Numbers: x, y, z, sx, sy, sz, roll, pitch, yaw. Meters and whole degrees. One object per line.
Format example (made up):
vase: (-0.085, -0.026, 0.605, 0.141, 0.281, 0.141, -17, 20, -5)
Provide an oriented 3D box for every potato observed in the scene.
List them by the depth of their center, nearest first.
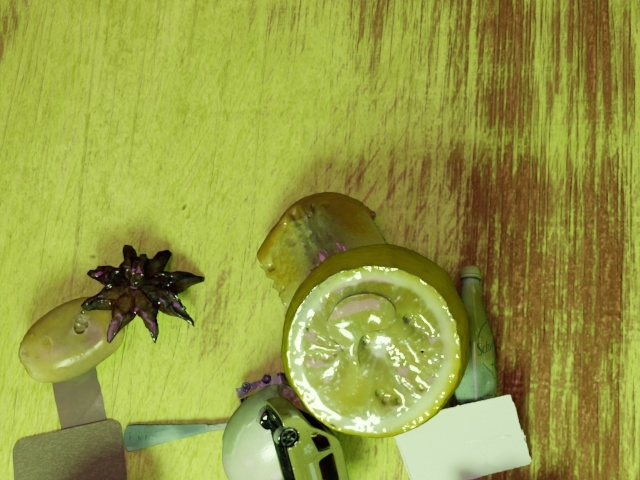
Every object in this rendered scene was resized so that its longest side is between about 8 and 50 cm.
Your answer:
potato: (-0.529, 0.209, 1.991, 0.233, 0.146, 0.150, -26, 99, -10)

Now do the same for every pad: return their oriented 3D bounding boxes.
pad: (0.259, 0.374, 1.719, 0.232, 0.004, 0.156, -17, 106, 12)
pad: (-0.534, 0.488, 1.981, 0.266, 0.002, 0.176, -14, 72, 13)
pad: (-0.523, 0.345, 2.020, 0.113, 0.006, 0.188, -21, 70, 10)

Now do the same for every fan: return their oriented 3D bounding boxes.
fan: (-0.278, 0.396, 1.922, 0.282, 0.023, 0.057, -8, 71, 16)

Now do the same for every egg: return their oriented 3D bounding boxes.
egg: (-0.097, 0.389, 1.782, 0.183, 0.183, 0.217, 36, 105, 23)

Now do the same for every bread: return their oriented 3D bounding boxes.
bread: (0.000, 0.000, 1.878, 0.262, 0.163, 0.204, -27, 56, -7)

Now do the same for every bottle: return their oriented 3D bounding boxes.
bottle: (0.289, 0.179, 1.773, 0.083, 0.083, 0.270, -5, 72, 16)

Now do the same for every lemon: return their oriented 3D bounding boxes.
lemon: (0.102, 0.171, 1.706, 0.364, 0.364, 0.364, -5, 73, 16)

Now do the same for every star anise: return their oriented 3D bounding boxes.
star anise: (-0.373, 0.095, 1.951, 0.271, 0.102, 0.272, 2, 50, -2)

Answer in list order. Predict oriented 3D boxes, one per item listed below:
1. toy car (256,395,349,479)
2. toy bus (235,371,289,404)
toy car: (-0.021, 0.385, 1.652, 0.124, 0.257, 0.101, -20, 22, -21)
toy bus: (-0.112, 0.305, 1.878, 0.102, 0.052, 0.058, -21, 69, 11)
